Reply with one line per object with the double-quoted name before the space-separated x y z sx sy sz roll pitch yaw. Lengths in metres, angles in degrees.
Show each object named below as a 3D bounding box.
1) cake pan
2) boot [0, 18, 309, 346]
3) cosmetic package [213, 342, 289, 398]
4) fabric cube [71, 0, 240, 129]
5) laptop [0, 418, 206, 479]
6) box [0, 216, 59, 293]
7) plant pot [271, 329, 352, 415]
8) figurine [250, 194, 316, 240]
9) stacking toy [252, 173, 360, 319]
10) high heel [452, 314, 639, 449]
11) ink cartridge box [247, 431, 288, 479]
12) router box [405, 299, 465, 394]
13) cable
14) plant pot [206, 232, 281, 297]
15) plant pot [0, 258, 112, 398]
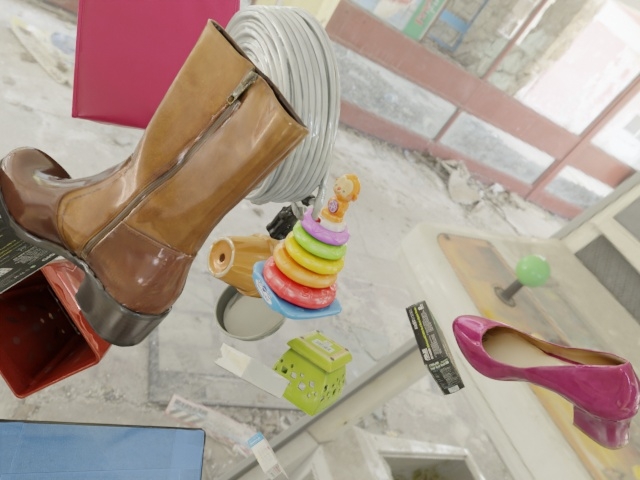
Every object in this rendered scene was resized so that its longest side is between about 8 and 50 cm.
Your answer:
"cake pan" -0.236 0.239 1.754 0.293 0.054 0.293 -8 47 9
"boot" -0.178 -0.084 0.457 0.264 0.280 0.096 48 21 25
"cosmetic package" -0.178 0.351 1.294 0.098 0.060 0.239 16 -22 30
"fabric cube" -0.297 -0.332 0.941 0.258 0.254 0.259 6 10 -11
"laptop" -0.249 0.450 0.607 0.408 0.236 0.382 26 0 44
"box" -0.474 0.033 0.579 0.079 0.322 0.257 58 0 6
"plant pot" -0.027 0.466 1.783 0.228 0.207 0.227 29 13 25
"figurine" -0.112 -0.143 1.428 0.092 0.209 0.215 -19 71 -41
"stacking toy" 0.000 0.000 0.965 0.165 0.302 0.175 1 37 -41
"high heel" 0.237 0.121 0.555 0.082 0.117 0.244 -25 31 -14
"ink cartridge box" -0.200 0.834 1.852 0.061 0.104 0.181 -33 50 -14
"router box" 0.182 0.170 0.782 0.092 0.038 0.122 55 15 -35
"cable" -0.070 -0.178 0.657 0.089 0.257 0.257 -8 38 -32
"plant pot" -0.241 0.067 1.513 0.188 0.205 0.205 18 33 -49
"plant pot" -0.662 0.188 1.241 0.267 0.267 0.236 62 15 -10
